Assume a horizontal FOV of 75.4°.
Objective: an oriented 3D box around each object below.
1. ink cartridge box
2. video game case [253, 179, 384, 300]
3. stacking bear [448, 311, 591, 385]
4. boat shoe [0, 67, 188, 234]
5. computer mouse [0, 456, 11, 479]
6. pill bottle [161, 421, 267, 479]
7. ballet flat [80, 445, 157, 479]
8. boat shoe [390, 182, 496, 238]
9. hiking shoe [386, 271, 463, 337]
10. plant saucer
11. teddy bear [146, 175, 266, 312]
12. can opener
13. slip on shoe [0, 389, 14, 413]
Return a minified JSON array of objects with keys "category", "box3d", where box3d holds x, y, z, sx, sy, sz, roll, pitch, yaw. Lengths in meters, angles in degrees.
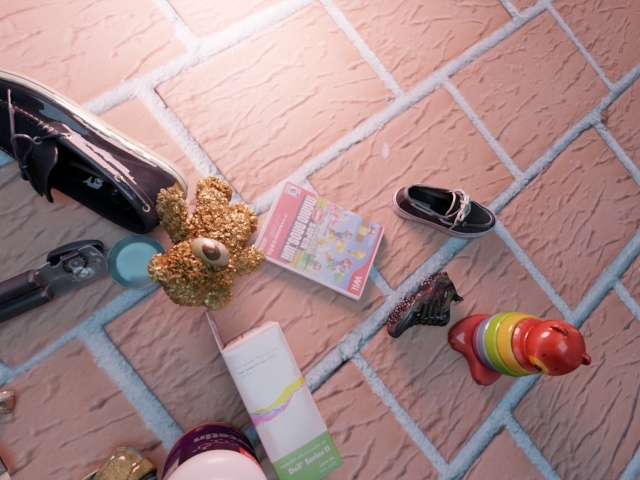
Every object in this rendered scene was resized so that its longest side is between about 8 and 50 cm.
[{"category":"ink cartridge box","box3d":[-0.101,0.278,0.824,0.119,0.207,0.353,-25,87,-15]},{"category":"video game case","box3d":[0.000,0.000,1.013,0.286,0.025,0.203,25,72,-10]},{"category":"stacking bear","box3d":[0.466,0.243,0.956,0.164,0.289,0.175,-34,89,-20]},{"category":"boat shoe","box3d":[-0.516,-0.169,0.809,0.501,0.187,0.155,29,52,-14]},{"category":"computer mouse","box3d":[-0.615,0.480,0.714,0.184,0.060,0.261,-30,76,-16]},{"category":"pill bottle","box3d":[-0.183,0.434,0.706,0.182,0.323,0.181,3,78,-16]},{"category":"ballet flat","box3d":[-0.447,0.526,0.732,0.123,0.123,0.348,42,71,-4]},{"category":"boat shoe","box3d":[0.345,-0.086,1.089,0.307,0.105,0.113,18,74,-12]},{"category":"hiking shoe","box3d":[0.265,0.177,1.019,0.227,0.086,0.114,-38,87,-21]},{"category":"plant saucer","box3d":[-0.391,0.046,0.889,0.120,0.021,0.119,4,77,-15]},{"category":"teddy bear","box3d":[-0.206,-0.015,0.826,0.113,0.338,0.244,-25,101,20]},{"category":"can opener","box3d":[-0.565,0.084,0.815,0.284,0.095,0.075,-26,125,-14]},{"category":"slip on shoe","box3d":[-0.635,0.306,0.749,0.136,0.051,0.041,-4,77,-25]}]
